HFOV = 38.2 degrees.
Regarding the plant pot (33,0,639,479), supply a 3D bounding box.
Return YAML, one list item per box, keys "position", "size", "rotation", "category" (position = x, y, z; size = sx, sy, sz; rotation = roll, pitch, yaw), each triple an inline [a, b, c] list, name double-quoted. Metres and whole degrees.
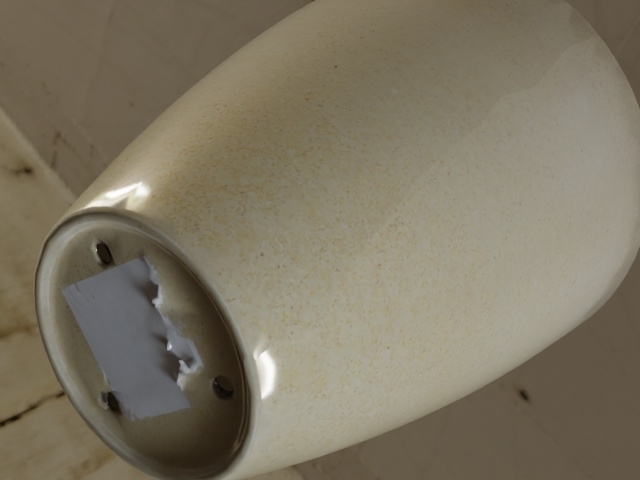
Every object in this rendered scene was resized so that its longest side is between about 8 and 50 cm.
- position: [0.000, 0.000, 0.480]
  size: [0.256, 0.274, 0.256]
  rotation: [16, -60, 31]
  category: "plant pot"
